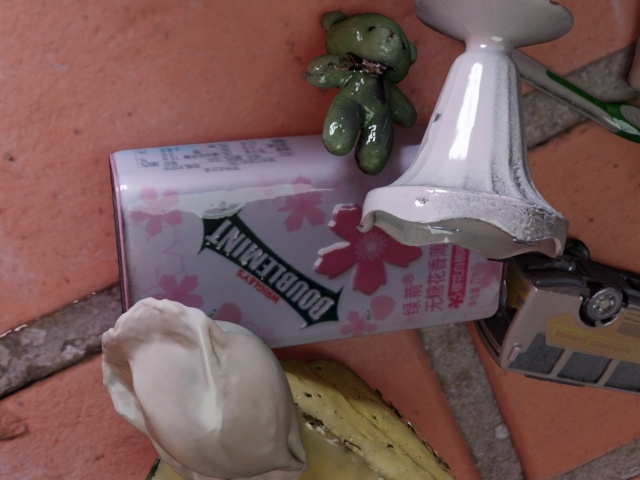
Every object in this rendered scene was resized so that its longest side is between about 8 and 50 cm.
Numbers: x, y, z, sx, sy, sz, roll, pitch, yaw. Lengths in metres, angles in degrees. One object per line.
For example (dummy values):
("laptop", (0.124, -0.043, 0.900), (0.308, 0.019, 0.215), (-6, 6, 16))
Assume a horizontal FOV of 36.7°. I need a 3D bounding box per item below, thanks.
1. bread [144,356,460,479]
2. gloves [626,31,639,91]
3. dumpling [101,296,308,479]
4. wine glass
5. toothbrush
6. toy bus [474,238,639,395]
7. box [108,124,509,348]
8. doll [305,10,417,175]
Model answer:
("bread", (0.000, 0.287, 0.901), (0.279, 0.315, 0.248), (20, 107, -41))
("gloves", (0.371, -0.195, 0.906), (0.128, 0.111, 0.212), (-10, 111, -17))
("dumpling", (-0.104, 0.138, 0.811), (0.151, 0.124, 0.229), (-16, 120, 25))
("wine glass", (0.122, -0.089, 0.767), (0.165, 0.165, 0.196), (9, 82, -21))
("toothbrush", (0.306, -0.121, 0.957), (0.418, 0.042, 0.040), (23, 139, -26))
("toy bus", (0.329, 0.093, 1.047), (0.343, 0.097, 0.138), (12, 119, -23))
("box", (0.000, 0.000, 0.889), (0.370, 0.112, 0.190), (-7, 119, -13))
("doll", (0.043, -0.130, 0.821), (0.115, 0.150, 0.077), (19, 154, -24))
